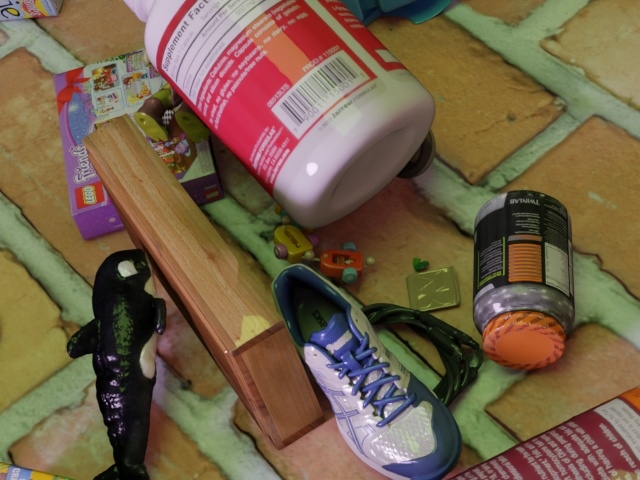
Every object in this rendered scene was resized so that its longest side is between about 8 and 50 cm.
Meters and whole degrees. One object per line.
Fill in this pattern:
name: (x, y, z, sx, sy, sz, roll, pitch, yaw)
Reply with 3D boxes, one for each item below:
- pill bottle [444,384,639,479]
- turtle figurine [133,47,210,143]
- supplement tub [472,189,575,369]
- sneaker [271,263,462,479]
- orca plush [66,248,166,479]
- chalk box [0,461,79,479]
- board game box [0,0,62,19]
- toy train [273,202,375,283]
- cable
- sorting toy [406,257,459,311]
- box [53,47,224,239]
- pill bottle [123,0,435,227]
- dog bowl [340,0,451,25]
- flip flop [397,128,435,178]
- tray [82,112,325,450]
pill bottle: (0.203, 0.312, 1.382, 0.392, 0.224, 0.224, -25, 49, -5)
turtle figurine: (-0.148, -0.230, 1.960, 0.269, 0.087, 0.217, 11, 52, 19)
supplement tub: (0.234, 0.046, 1.666, 0.117, 0.117, 0.190, -4, 50, 13)
sneaker: (0.036, 0.146, 1.589, 0.112, 0.131, 0.296, -41, 57, -5)
orca plush: (-0.257, 0.144, 1.692, 0.151, 0.102, 0.287, -7, 75, 61)
chalk box: (-0.307, 0.336, 1.573, 0.213, 0.132, 0.132, 7, 54, 22)
board game box: (-0.549, -0.442, 2.290, 0.275, 0.142, 0.144, -2, 50, 15)
toy train: (0.000, 0.000, 1.826, 0.125, 0.046, 0.166, 2, 41, -8)
cable: (0.087, 0.143, 1.683, 0.184, 0.047, 0.150, 28, 68, 31)
sorting toy: (0.135, 0.051, 1.760, 0.062, 0.012, 0.083, -14, 52, 11)
box: (-0.258, -0.148, 2.014, 0.200, 0.057, 0.293, -16, 48, 1)
pill bottle: (-0.068, -0.230, 1.796, 0.229, 0.229, 0.408, -38, 74, -15)
dog bowl: (0.054, -0.369, 2.045, 0.297, 0.166, 0.074, -23, 37, -3)
flip flop: (0.079, -0.187, 1.930, 0.080, 0.112, 0.277, 3, 40, -43)
tray: (-0.146, 0.043, 1.723, 0.076, 0.203, 0.411, -32, 49, -10)
